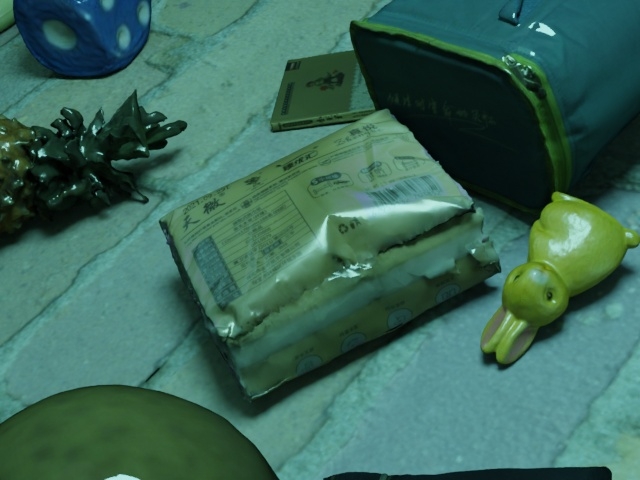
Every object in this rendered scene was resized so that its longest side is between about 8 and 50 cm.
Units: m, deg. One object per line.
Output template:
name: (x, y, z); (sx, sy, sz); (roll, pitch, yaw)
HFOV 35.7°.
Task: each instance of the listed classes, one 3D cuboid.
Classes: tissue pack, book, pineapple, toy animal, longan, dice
tissue pack: (0.000, 0.000, 0.905); (0.257, 0.123, 0.215); (-25, 38, -8)
book: (0.046, -0.187, 1.177); (0.199, 0.016, 0.138); (-6, 42, 16)
pineapple: (-0.316, -0.080, 1.113); (0.341, 0.169, 0.169); (-9, 40, -4)
toy animal: (0.192, 0.037, 0.834); (0.083, 0.070, 0.159); (25, 62, 38)
longan: (-0.134, 0.214, 0.624); (0.258, 0.258, 0.258); (-11, 41, 10)
dice: (-0.323, -0.317, 1.367); (0.143, 0.146, 0.146); (3, 45, 21)

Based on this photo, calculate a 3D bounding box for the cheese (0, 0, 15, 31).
cheese: (-0.563, -0.343, 1.555); (0.137, 0.064, 0.227); (23, 56, 40)

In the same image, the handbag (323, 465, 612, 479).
handbag: (0.088, 0.249, 0.618); (0.211, 0.088, 0.254); (-3, 41, 10)

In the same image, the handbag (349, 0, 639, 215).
handbag: (0.200, -0.181, 0.958); (0.241, 0.222, 0.263); (-41, 44, -17)
